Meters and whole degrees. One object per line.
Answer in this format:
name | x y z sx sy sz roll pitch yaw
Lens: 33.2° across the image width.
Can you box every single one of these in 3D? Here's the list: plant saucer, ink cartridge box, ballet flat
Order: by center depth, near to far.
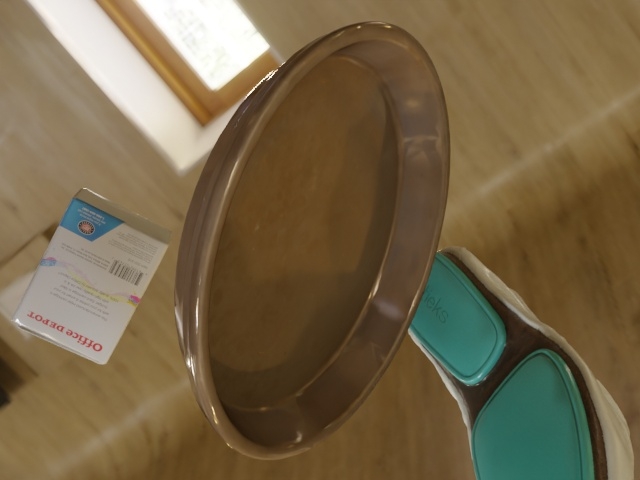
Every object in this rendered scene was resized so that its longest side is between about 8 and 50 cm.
plant saucer | 0.000 0.000 0.671 0.041 0.278 0.278 19 -127 29
ballet flat | 0.184 0.136 0.912 0.139 0.139 0.400 -38 -149 8
ink cartridge box | -0.194 0.031 0.914 0.122 0.088 0.052 -61 -170 10
